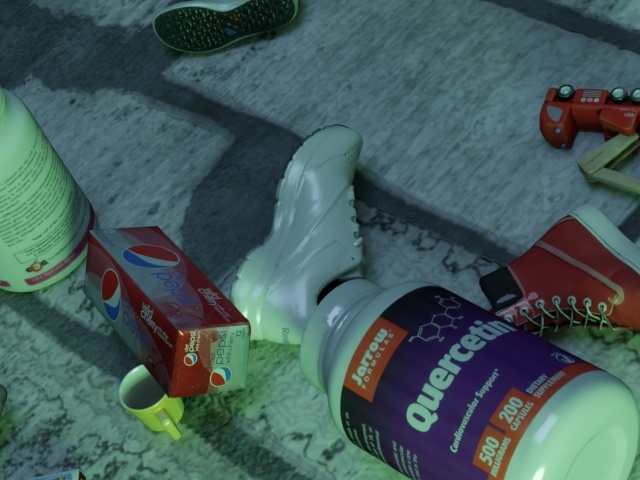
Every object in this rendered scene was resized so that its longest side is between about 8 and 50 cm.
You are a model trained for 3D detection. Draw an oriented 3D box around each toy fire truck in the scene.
[{"bbox_3d":[0.327,-0.106,1.740,0.192,0.047,0.135,6,56,28],"label":"toy fire truck"}]

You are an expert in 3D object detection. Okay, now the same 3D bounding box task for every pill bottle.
[{"bbox_3d":[0.134,0.154,1.509,0.323,0.181,0.181,27,66,37],"label":"pill bottle"},{"bbox_3d":[-0.394,-0.081,1.864,0.160,0.283,0.160,-12,49,13],"label":"pill bottle"}]

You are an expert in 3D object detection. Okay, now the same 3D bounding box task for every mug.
[{"bbox_3d":[-0.180,0.182,1.700,0.062,0.064,0.078,-9,49,16],"label":"mug"}]

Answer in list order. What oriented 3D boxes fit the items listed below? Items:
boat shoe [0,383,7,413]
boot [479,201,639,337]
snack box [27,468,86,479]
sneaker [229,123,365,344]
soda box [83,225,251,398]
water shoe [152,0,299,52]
[{"bbox_3d":[-0.484,0.182,1.813,0.285,0.103,0.092,7,45,29],"label":"boat shoe"},{"bbox_3d":[0.269,0.079,1.585,0.176,0.088,0.244,-34,39,-7],"label":"boot"},{"bbox_3d":[-0.287,0.327,1.652,0.064,0.022,0.178,-13,48,14],"label":"snack box"},{"bbox_3d":[0.000,0.000,1.770,0.129,0.111,0.297,13,62,15],"label":"sneaker"},{"bbox_3d":[-0.174,0.073,1.726,0.092,0.083,0.263,-4,26,-30],"label":"soda box"},{"bbox_3d":[-0.123,-0.304,2.100,0.203,0.073,0.080,-7,28,12],"label":"water shoe"}]
